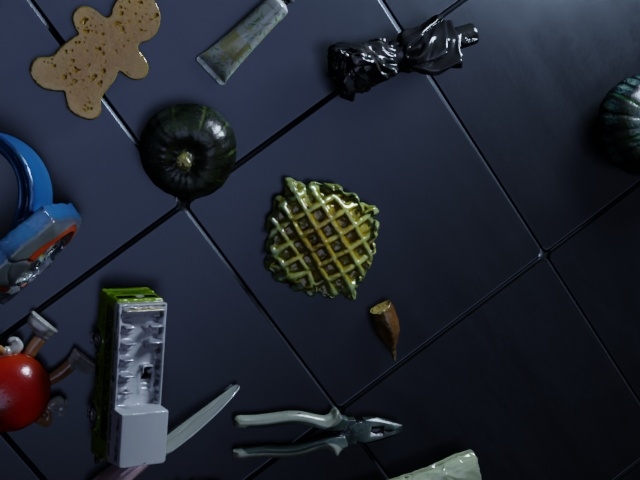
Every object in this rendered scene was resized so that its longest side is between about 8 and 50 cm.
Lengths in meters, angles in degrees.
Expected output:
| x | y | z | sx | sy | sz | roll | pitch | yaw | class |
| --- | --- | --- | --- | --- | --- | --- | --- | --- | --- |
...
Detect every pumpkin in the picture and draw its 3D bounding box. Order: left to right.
| x | y | z | sx | sy | sz | roll | pitch | yaw | class |
| --- | --- | --- | --- | --- | --- | --- | --- | --- | --- |
| -0.224 | -0.151 | 1.885 | 0.167 | 0.125 | 0.167 | -7 | 108 | -22 | pumpkin |
| 0.615 | -0.216 | 2.065 | 0.202 | 0.140 | 0.201 | -3 | 102 | -16 | pumpkin |

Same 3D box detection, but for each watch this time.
| x | y | z | sx | sy | sz | roll | pitch | yaw | class |
| --- | --- | --- | --- | --- | --- | --- | --- | --- | --- |
| -0.574 | -0.029 | 1.795 | 0.305 | 0.241 | 0.274 | -41 | 91 | 0 | watch |

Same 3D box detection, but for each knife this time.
| x | y | z | sx | sy | sz | roll | pitch | yaw | class |
| --- | --- | --- | --- | --- | --- | --- | --- | --- | --- |
| -0.283 | 0.366 | 1.997 | 0.336 | 0.081 | 0.043 | -38 | 110 | -4 | knife |

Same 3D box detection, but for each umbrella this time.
| x | y | z | sx | sy | sz | roll | pitch | yaw | class |
| --- | --- | --- | --- | --- | --- | --- | --- | --- | --- |
| 0.150 | -0.324 | 1.939 | 0.273 | 0.122 | 0.110 | -16 | 104 | -10 | umbrella |

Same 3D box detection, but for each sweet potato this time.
| x | y | z | sx | sy | sz | roll | pitch | yaw | class |
| --- | --- | --- | --- | --- | --- | --- | --- | --- | --- |
| 0.126 | 0.172 | 2.072 | 0.049 | 0.049 | 0.117 | -16 | 101 | -10 | sweet potato |

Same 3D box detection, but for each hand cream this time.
| x | y | z | sx | sy | sz | roll | pitch | yaw | class |
| --- | --- | --- | --- | --- | --- | --- | --- | --- | --- |
| -0.125 | -0.357 | 1.911 | 0.194 | 0.042 | 0.067 | -44 | 109 | 3 | hand cream |

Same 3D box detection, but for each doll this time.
| x | y | z | sx | sy | sz | roll | pitch | yaw | class |
| --- | --- | --- | --- | --- | --- | --- | --- | --- | --- |
| -0.514 | 0.252 | 1.923 | 0.183 | 0.085 | 0.217 | 47 | 71 | -21 | doll |

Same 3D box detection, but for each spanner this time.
| x | y | z | sx | sy | sz | roll | pitch | yaw | class |
| --- | --- | --- | --- | --- | --- | --- | --- | --- | --- |
| -0.004 | 0.361 | 2.085 | 0.325 | 0.040 | 0.095 | -1 | 102 | -12 | spanner |

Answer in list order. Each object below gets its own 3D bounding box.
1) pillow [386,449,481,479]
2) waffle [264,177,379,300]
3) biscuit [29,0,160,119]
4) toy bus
| x | y | z | sx | sy | sz | roll | pitch | yaw | class |
| --- | --- | --- | --- | --- | --- | --- | --- | --- | --- |
| 0.199 | 0.565 | 2.159 | 0.275 | 0.076 | 0.280 | -18 | 111 | -7 | pillow |
| 0.000 | 0.000 | 2.005 | 0.208 | 0.054 | 0.214 | 15 | 100 | -12 | waffle |
| -0.366 | -0.321 | 1.862 | 0.240 | 0.035 | 0.158 | -44 | 110 | -1 | biscuit |
| -0.331 | 0.239 | 1.918 | 0.113 | 0.139 | 0.301 | -1 | 100 | -34 | toy bus |
